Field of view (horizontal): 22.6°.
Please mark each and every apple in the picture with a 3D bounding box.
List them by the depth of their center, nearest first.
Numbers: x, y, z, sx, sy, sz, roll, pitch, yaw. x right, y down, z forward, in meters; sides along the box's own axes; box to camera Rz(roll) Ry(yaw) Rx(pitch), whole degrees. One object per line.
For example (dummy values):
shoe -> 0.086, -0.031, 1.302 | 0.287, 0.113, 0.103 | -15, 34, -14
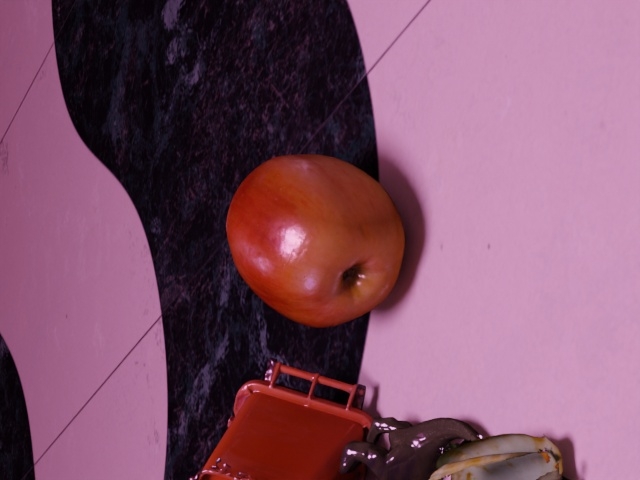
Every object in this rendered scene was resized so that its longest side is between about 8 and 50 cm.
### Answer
apple -> 0.000, 0.000, 1.654 | 0.199, 0.199, 0.199 | -11, 77, 63

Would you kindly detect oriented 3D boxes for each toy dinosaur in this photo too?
toy dinosaur -> 0.112, 0.243, 1.567 | 0.179, 0.087, 0.187 | 13, 120, 27

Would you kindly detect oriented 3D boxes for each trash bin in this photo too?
trash bin -> -0.044, 0.242, 1.625 | 0.238, 0.161, 0.184 | -38, -37, -73

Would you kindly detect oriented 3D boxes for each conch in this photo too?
conch -> 0.152, 0.213, 1.419 | 0.170, 0.079, 0.106 | -45, 72, 40
